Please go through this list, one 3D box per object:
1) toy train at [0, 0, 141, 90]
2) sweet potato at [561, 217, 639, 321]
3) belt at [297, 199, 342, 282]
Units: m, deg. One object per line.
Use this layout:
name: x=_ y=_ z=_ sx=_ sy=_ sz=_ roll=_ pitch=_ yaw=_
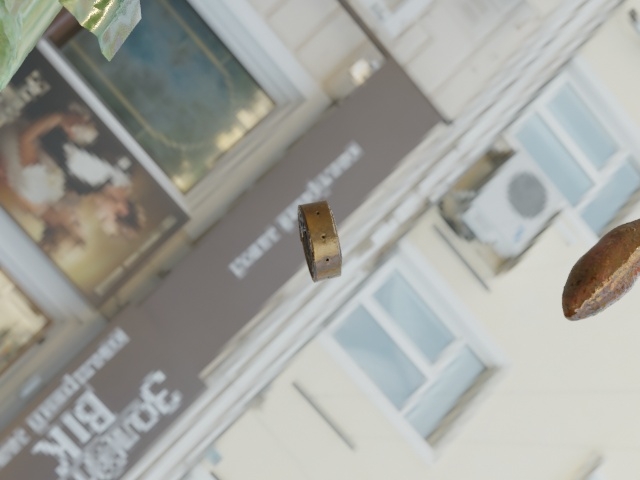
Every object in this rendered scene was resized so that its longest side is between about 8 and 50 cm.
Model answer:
toy train: x=-0.041 y=-0.154 z=0.374 sx=0.307 sy=0.126 sz=0.189 roll=-64 pitch=-174 yaw=-32
sweet potato: x=0.274 y=-0.008 z=1.174 sx=0.214 sy=0.050 sz=0.050 roll=-43 pitch=-168 yaw=-27
belt: x=0.000 y=0.000 z=1.439 sx=0.036 sy=0.083 sz=0.059 roll=-12 pitch=-168 yaw=-9
